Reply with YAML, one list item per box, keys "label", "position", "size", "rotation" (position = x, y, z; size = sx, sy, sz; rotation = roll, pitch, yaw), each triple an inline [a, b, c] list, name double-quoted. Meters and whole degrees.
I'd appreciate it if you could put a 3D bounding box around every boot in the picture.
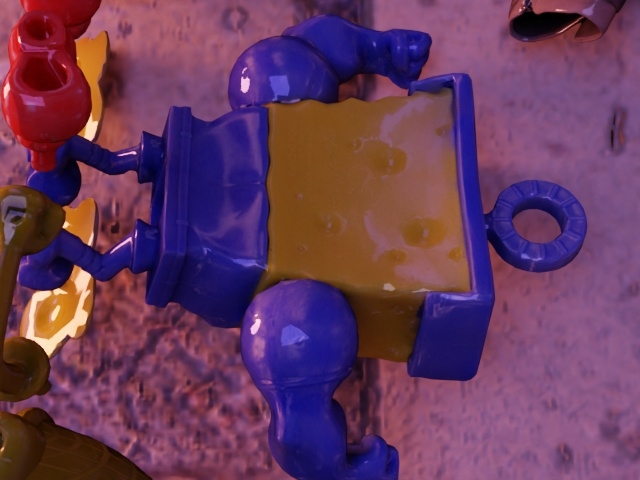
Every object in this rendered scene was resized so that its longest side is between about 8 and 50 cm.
- label: "boot"
  position: [0.121, -0.119, 0.535]
  size: [0.042, 0.118, 0.087]
  rotation: [33, 73, -18]

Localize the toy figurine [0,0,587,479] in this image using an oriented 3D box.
- label: "toy figurine"
  position: [0.000, 0.000, 0.487]
  size: [0.217, 0.191, 0.362]
  rotation: [4, 55, -9]
